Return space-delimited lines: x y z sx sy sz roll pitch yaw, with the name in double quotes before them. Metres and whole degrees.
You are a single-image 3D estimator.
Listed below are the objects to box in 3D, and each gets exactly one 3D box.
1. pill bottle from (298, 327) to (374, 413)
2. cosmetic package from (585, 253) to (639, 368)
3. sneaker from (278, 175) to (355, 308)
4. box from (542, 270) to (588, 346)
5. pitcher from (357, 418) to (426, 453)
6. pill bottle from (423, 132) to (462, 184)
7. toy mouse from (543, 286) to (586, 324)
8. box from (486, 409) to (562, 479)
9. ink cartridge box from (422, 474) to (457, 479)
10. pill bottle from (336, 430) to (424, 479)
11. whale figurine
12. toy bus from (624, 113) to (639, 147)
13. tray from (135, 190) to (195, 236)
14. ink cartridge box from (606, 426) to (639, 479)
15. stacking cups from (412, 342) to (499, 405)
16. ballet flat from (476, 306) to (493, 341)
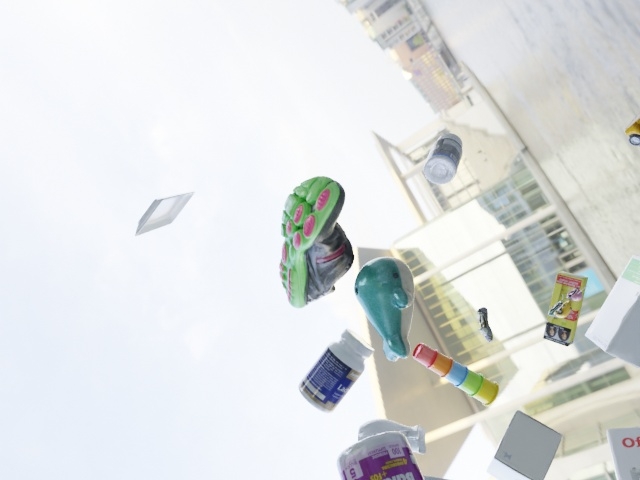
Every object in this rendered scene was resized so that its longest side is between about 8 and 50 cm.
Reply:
"pill bottle" 0.057 0.440 1.735 0.153 0.264 0.153 36 -177 -2
"cosmetic package" 1.163 0.256 1.863 0.155 0.365 0.197 27 -171 1
"sneaker" 0.000 0.000 1.463 0.202 0.482 0.185 -12 -128 -22
"box" 0.804 0.223 1.671 0.058 0.087 0.232 -5 -72 -48
"pitcher" 0.222 0.628 1.624 0.177 0.207 0.125 59 -150 -53
"pill bottle" 0.303 -0.203 1.241 0.078 0.078 0.137 51 -139 -18
"toy mouse" 0.746 0.192 1.542 0.031 0.161 0.143 44 -160 12
"box" 0.554 0.588 1.397 0.127 0.148 0.232 26 156 25
"ink cartridge box" 0.250 0.776 1.330 0.198 0.197 0.270 22 -132 -28
"pill bottle" 0.155 0.567 1.039 0.169 0.169 0.301 32 -153 -48
"whale figurine" 0.165 0.178 1.340 0.141 0.216 0.272 1 -107 -16
"toy bus" 1.232 -0.315 1.764 0.332 0.108 0.130 46 158 4
"tray" -0.486 -0.095 1.585 0.030 0.145 0.270 39 -168 -1
"ink cartridge box" 0.601 0.445 0.806 0.117 0.207 0.283 48 -144 -41
"stacking cups" 0.473 0.474 1.806 0.316 0.096 0.096 29 -153 -4
"ballet flat" 0.527 0.274 1.647 0.041 0.041 0.114 10 -111 -62
